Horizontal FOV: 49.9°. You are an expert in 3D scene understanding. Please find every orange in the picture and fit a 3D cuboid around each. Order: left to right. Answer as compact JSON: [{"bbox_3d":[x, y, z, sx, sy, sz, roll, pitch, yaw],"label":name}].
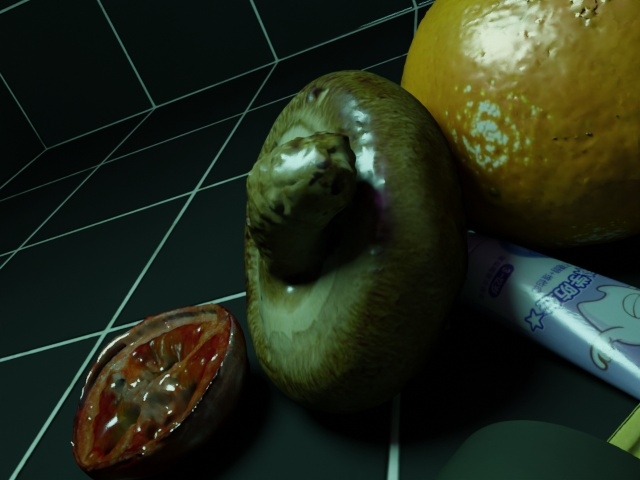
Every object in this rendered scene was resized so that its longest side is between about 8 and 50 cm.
[{"bbox_3d":[0.287,-0.183,0.788,0.423,0.326,0.424,-24,20,9],"label":"orange"}]

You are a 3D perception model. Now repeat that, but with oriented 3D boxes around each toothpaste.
[{"bbox_3d":[0.255,0.076,0.645,0.125,0.080,0.371,-36,37,-22],"label":"toothpaste"}]

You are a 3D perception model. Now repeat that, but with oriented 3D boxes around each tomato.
[{"bbox_3d":[-0.172,0.179,0.778,0.227,0.101,0.228,-24,31,16],"label":"tomato"}]

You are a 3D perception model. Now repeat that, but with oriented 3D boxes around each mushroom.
[{"bbox_3d":[0.022,0.005,0.716,0.345,0.239,0.345,-62,8,15],"label":"mushroom"}]

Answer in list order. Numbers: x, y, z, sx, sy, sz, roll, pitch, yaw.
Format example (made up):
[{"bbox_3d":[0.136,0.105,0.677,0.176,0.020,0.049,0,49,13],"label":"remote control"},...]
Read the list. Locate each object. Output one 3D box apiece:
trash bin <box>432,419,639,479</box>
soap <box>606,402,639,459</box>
[{"bbox_3d":[0.058,0.255,0.305,0.214,0.214,0.333,5,33,46],"label":"trash bin"},{"bbox_3d":[0.272,0.142,0.488,0.252,0.037,0.092,-39,44,-20],"label":"soap"}]
